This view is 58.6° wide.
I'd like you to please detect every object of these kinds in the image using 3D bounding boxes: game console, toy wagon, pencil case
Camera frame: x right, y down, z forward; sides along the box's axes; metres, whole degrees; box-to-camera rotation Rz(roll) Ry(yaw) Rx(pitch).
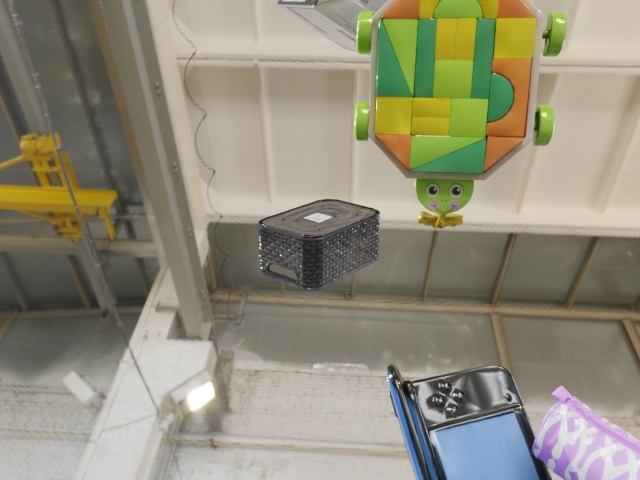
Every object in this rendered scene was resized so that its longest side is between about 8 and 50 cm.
[{"bbox_3d":[0.185,0.268,0.588,0.250,0.293,0.173,-5,-25,-23],"label":"game console"},{"bbox_3d":[0.180,-0.179,0.778,0.267,0.068,0.345,3,-76,7],"label":"toy wagon"},{"bbox_3d":[0.321,0.241,0.575,0.206,0.086,0.088,28,-51,40],"label":"pencil case"}]

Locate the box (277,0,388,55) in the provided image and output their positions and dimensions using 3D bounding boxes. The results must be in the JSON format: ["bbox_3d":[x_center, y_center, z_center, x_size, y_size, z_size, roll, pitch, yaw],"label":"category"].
[{"bbox_3d":[0.040,-0.408,1.008,0.169,0.290,0.087,25,-76,-25],"label":"box"}]

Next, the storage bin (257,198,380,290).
[{"bbox_3d":[0.000,0.000,0.897,0.122,0.180,0.085,17,-64,37],"label":"storage bin"}]
